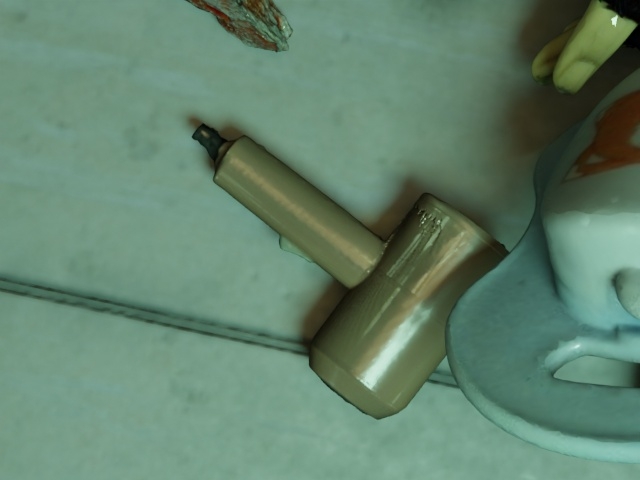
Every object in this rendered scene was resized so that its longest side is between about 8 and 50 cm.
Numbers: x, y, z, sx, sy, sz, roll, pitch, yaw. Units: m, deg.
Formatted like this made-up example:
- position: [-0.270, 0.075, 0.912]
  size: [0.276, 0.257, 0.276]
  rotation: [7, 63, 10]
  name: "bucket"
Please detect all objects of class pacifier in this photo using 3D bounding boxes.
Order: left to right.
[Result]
- position: [0.206, 0.038, 0.862]
  size: [0.244, 0.299, 0.233]
  rotation: [7, 132, 28]
  name: "pacifier"

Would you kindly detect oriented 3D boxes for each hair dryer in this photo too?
- position: [0.000, 0.000, 0.930]
  size: [0.182, 0.064, 0.117]
  rotation: [38, 89, 7]
  name: "hair dryer"

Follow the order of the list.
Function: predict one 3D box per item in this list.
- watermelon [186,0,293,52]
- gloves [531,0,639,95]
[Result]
- position: [-0.087, -0.167, 0.912]
  size: [0.121, 0.098, 0.158]
  rotation: [-13, 93, -2]
  name: "watermelon"
- position: [0.177, -0.161, 0.903]
  size: [0.164, 0.124, 0.203]
  rotation: [29, 72, -29]
  name: "gloves"
